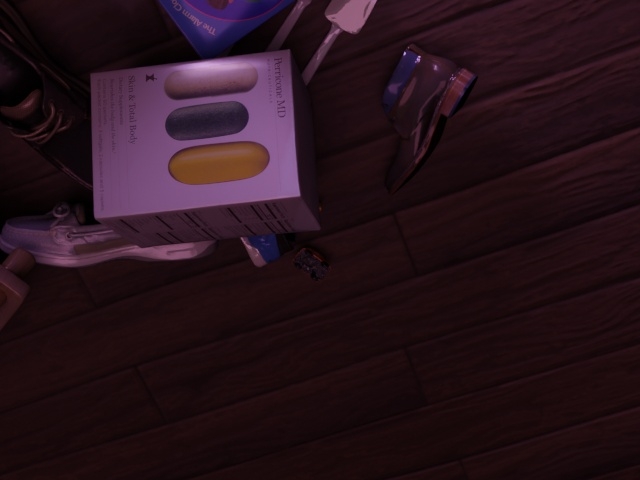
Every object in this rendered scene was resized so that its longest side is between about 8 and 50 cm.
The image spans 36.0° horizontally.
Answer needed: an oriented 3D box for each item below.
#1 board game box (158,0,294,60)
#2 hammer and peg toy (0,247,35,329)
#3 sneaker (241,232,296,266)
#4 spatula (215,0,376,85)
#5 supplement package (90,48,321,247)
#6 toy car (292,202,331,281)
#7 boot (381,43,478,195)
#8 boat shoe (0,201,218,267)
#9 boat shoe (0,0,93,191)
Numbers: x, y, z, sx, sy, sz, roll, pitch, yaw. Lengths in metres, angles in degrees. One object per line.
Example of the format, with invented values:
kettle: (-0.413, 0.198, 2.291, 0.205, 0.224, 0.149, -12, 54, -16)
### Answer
board game box: (-0.156, -0.438, 1.259, 0.233, 0.078, 0.347, -31, 109, 15)
hammer and peg toy: (-0.575, 0.065, 1.459, 0.266, 0.127, 0.361, 38, 143, -10)
sneaker: (-0.092, -0.038, 1.477, 0.084, 0.058, 0.152, -26, 111, 11)
spatula: (-0.043, -0.296, 1.369, 0.168, 0.019, 0.242, 29, 113, -14)
supplement package: (-0.147, -0.115, 1.314, 0.262, 0.198, 0.199, -6, 78, 7)
toy car: (0.000, 0.000, 1.505, 0.060, 0.040, 0.122, 20, 113, -1)
boot: (0.126, -0.174, 1.411, 0.106, 0.082, 0.219, 36, 118, 8)
boat shoe: (-0.313, -0.025, 1.460, 0.320, 0.118, 0.103, -1, 108, -1)
boat shoe: (-0.401, -0.187, 1.367, 0.132, 0.130, 0.355, -38, 110, 18)
